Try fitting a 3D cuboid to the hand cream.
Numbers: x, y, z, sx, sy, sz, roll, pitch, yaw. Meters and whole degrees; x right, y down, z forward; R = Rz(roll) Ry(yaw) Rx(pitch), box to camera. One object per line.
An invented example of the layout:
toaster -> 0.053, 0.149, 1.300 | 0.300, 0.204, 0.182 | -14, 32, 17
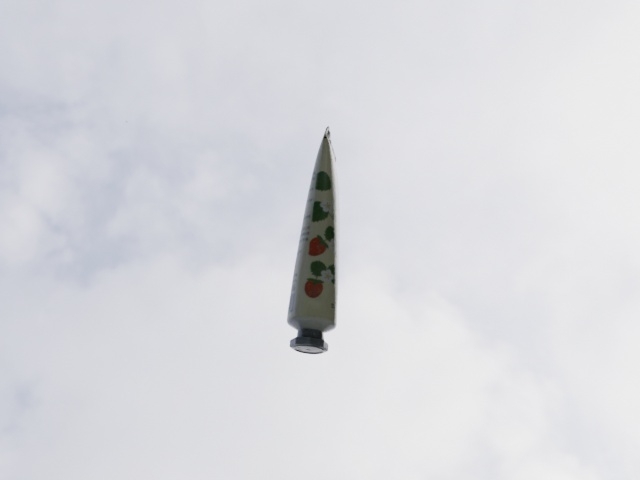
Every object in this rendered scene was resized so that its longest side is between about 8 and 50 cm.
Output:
hand cream -> 0.000, 0.000, 1.030 | 0.059, 0.095, 0.276 | 3, -111, 8
